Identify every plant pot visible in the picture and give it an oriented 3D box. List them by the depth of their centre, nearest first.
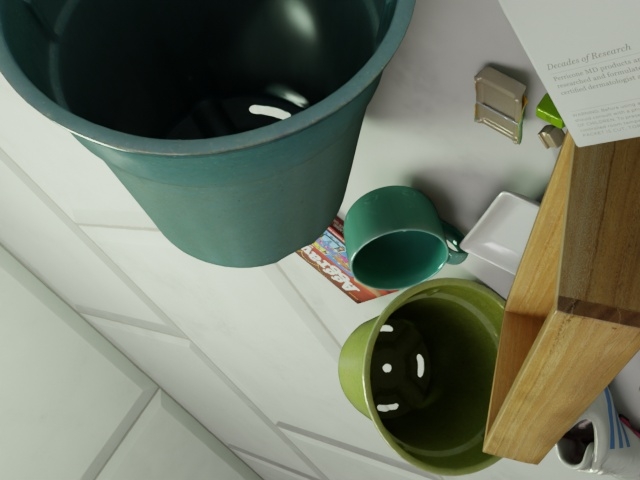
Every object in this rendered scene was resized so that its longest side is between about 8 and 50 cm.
[{"bbox_3d":[-0.094,-0.148,0.665,0.341,0.341,0.334,27,159,11],"label":"plant pot"},{"bbox_3d":[0.152,0.207,1.042,0.276,0.276,0.254,38,163,-9],"label":"plant pot"}]

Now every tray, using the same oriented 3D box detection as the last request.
[{"bbox_3d":[0.239,0.075,0.661,0.076,0.202,0.411,12,151,12],"label":"tray"},{"bbox_3d":[0.314,0.026,0.781,0.270,0.030,0.145,26,150,3],"label":"tray"}]

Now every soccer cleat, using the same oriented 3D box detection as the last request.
[{"bbox_3d":[0.421,0.316,1.024,0.116,0.143,0.331,-3,136,47],"label":"soccer cleat"}]

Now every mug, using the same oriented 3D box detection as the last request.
[{"bbox_3d":[0.104,-0.005,0.875,0.129,0.097,0.158,-34,136,27],"label":"mug"}]

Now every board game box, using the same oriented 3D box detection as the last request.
[{"bbox_3d":[0.000,0.000,1.077,0.281,0.027,0.145,40,152,-13],"label":"board game box"}]

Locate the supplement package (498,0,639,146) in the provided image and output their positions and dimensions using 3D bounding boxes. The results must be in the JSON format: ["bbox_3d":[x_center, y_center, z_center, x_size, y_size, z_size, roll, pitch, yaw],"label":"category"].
[{"bbox_3d":[0.194,-0.229,0.373,0.175,0.177,0.293,-5,135,49],"label":"supplement package"}]

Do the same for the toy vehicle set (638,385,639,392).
[{"bbox_3d":[0.573,0.213,0.825,0.267,0.035,0.166,26,150,12],"label":"toy vehicle set"}]

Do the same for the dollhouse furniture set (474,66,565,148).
[{"bbox_3d":[0.227,-0.129,0.655,0.152,0.058,0.076,39,165,31],"label":"dollhouse furniture set"}]
